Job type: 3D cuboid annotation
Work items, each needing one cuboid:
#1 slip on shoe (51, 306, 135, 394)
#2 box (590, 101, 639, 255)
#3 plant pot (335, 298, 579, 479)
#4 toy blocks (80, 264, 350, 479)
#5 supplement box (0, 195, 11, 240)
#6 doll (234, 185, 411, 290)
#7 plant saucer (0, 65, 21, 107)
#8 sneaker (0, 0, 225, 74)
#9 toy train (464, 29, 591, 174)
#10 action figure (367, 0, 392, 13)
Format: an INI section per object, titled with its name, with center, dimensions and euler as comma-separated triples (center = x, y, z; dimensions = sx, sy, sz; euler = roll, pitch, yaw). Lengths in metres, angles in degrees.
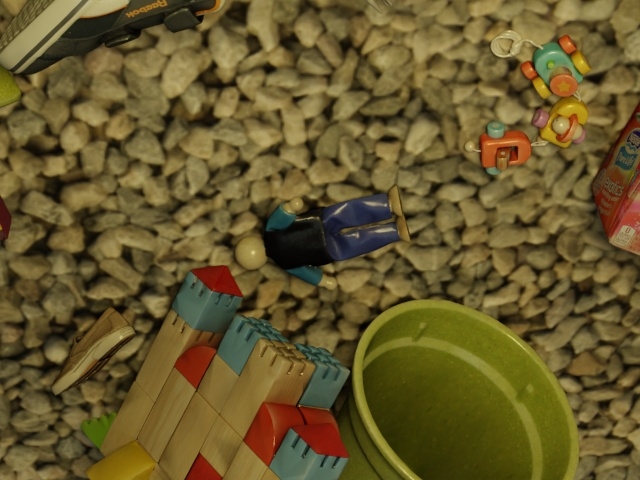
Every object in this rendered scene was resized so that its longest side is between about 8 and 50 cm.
[slip on shoe]
center = -0.264, 0.126, 1.801
dimensions = 0.135, 0.051, 0.041
euler = -42, 80, 34
[box]
center = 0.425, -0.031, 1.650
dimensions = 0.257, 0.128, 0.122
euler = 21, 118, -11
[plant pot]
center = 0.109, 0.251, 1.804
dimensions = 0.276, 0.276, 0.254
euler = 18, 136, -17
[toy blocks]
center = -0.079, 0.201, 1.696
dimensions = 0.191, 0.381, 0.261
euler = 14, 109, -44
[supplement box]
center = -0.375, -0.023, 1.676
dimensions = 0.083, 0.043, 0.055
euler = -14, 125, 7
[doll]
center = 0.000, 0.000, 1.716
dimensions = 0.189, 0.046, 0.129
euler = -13, 126, 6
[plant saucer]
center = -0.419, -0.170, 1.560
dimensions = 0.188, 0.045, 0.188
euler = -19, 126, 11
[sneaker]
center = -0.160, -0.239, 1.473
dimensions = 0.321, 0.126, 0.127
euler = -39, 115, 21
[toy train]
center = 0.216, -0.132, 1.629
dimensions = 0.125, 0.046, 0.166
euler = -1, 128, -4
[action figure]
center = 0.102, -0.320, 1.431
dimensions = 0.285, 0.099, 0.185
euler = -27, 110, 6
